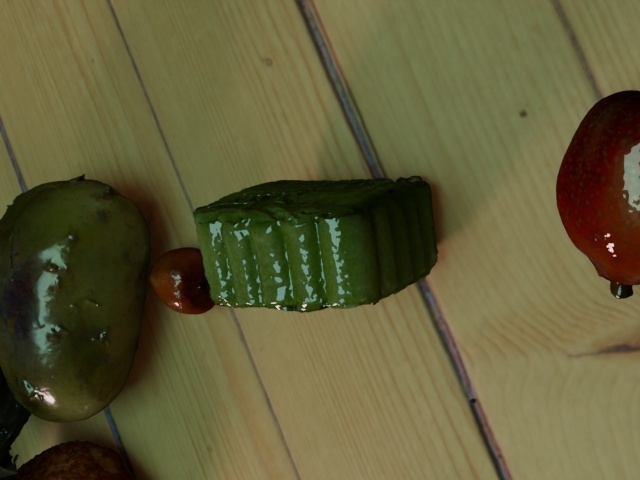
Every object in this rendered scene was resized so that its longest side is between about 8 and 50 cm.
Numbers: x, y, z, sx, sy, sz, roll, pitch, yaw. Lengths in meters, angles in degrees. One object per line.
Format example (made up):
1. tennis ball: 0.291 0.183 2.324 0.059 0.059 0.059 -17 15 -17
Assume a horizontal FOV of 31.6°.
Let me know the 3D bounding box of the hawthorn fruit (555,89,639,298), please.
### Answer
1. hawthorn fruit: 0.288 -0.035 0.974 0.169 0.169 0.188 15 102 31

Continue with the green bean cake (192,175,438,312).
1. green bean cake: 0.000 0.000 1.134 0.200 0.214 0.113 2 102 33

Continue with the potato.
1. potato: -0.307 0.071 1.365 0.210 0.173 0.307 6 96 31

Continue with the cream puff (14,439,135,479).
1. cream puff: -0.321 0.375 1.419 0.240 0.164 0.240 8 105 33

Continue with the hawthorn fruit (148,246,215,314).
1. hawthorn fruit: -0.163 0.046 1.326 0.093 0.081 0.081 9 100 41

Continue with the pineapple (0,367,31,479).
1. pineapple: -0.444 0.217 1.426 0.364 0.166 0.165 50 121 45
